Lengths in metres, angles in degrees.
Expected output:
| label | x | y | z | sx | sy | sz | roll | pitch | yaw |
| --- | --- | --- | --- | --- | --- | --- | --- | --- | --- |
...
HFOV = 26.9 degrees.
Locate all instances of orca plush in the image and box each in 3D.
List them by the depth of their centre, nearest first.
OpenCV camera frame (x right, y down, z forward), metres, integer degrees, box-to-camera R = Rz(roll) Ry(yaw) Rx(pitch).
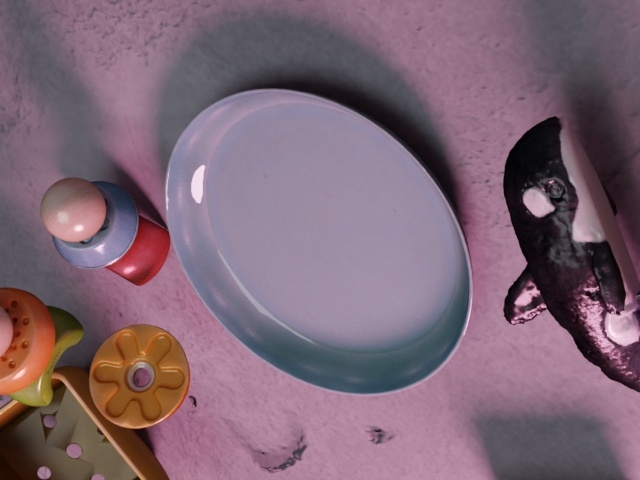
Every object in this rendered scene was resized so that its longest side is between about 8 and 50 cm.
| label | x | y | z | sx | sy | sz | roll | pitch | yaw |
| --- | --- | --- | --- | --- | --- | --- | --- | --- | --- |
| orca plush | 0.194 | 0.036 | 1.045 | 0.102 | 0.151 | 0.287 | -20 | 136 | 19 |

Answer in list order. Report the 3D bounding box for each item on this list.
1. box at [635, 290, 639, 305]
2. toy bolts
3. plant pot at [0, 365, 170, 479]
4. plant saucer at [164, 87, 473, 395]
| label | x | y | z | sx | sy | sz | roll | pitch | yaw |
| --- | --- | --- | --- | --- | --- | --- | --- | --- | --- |
| box | 0.307 | 0.075 | 1.018 | 0.029 | 0.116 | 0.162 | -29 | 101 | 40 |
| toy bolts | -0.223 | 0.055 | 1.260 | 0.218 | 0.228 | 0.158 | 18 | 170 | 18 |
| plant pot | -0.285 | 0.256 | 1.450 | 0.212 | 0.187 | 0.212 | -37 | 98 | 6 |
| plant saucer | 0.000 | 0.000 | 1.222 | 0.318 | 0.044 | 0.317 | 17 | 126 | 24 |
